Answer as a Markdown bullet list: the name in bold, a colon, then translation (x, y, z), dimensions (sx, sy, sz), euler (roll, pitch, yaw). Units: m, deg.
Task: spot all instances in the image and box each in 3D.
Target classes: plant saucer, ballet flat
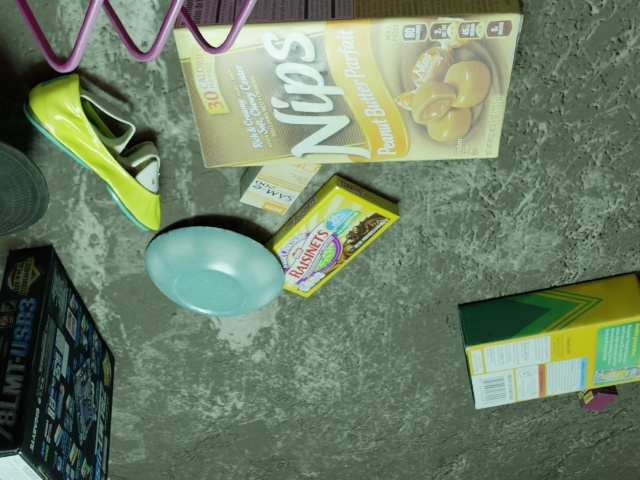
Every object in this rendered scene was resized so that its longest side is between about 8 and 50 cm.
- **plant saucer**: translation (-0.146, 0.056, 1.089), dimensions (0.194, 0.038, 0.195), euler (5, 140, 4)
- **ballet flat**: translation (-0.227, -0.096, 0.898), dimensions (0.077, 0.077, 0.231), euler (-33, 134, 6)

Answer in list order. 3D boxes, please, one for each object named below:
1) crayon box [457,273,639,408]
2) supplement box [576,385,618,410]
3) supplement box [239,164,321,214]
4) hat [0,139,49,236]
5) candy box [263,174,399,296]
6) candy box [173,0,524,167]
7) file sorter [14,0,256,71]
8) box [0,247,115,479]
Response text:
- **crayon box**: translation (0.388, 0.160, 1.264), dimensions (0.322, 0.083, 0.203), euler (-11, 140, 7)
- **supplement box**: translation (0.462, 0.238, 1.365), dimensions (0.043, 0.083, 0.055), euler (10, 137, -18)
- **supplement box**: translation (-0.049, -0.080, 0.961), dimensions (0.062, 0.036, 0.098), euler (17, 136, -24)
- **hat**: translation (-0.445, -0.101, 0.814), dimensions (0.331, 0.134, 0.331), euler (-7, 159, -2)
- **candy box**: translation (0.000, 0.000, 1.070), dimensions (0.105, 0.027, 0.206), euler (25, 132, -27)
- **candy box**: translation (0.027, -0.169, 0.809), dimensions (0.316, 0.088, 0.183), euler (-2, 140, 2)
- **file sorter**: translation (-0.186, -0.233, 0.545), dimensions (0.290, 0.182, 0.202), euler (-17, 156, -40)
- **box**: translation (-0.355, 0.213, 1.077), dimensions (0.073, 0.296, 0.293), euler (-7, 141, 0)
